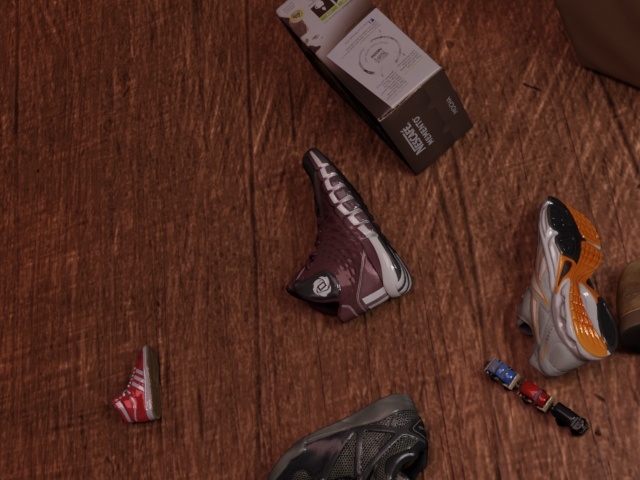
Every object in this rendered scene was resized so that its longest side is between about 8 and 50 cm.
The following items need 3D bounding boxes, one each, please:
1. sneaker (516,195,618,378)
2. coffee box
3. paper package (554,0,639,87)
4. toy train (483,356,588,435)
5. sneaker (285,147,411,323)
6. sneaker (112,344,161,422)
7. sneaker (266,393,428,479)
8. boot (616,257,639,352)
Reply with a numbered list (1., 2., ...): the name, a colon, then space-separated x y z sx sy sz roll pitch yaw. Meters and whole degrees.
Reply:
1. sneaker: 0.296 0.058 1.313 0.121 0.099 0.262 -43 30 40
2. coffee box: 0.079 -0.258 1.531 0.119 0.168 0.297 -40 55 2
3. paper package: 0.473 -0.303 1.279 0.325 0.309 0.168 31 83 34
4. toy train: 0.270 0.196 1.286 0.158 0.036 0.027 33 82 34
5. sneaker: 0.000 0.000 1.476 0.162 0.106 0.281 -36 56 8
6. sneaker: -0.279 0.219 1.531 0.067 0.042 0.118 -15 61 14
7. sneaker: 0.040 0.303 1.310 0.227 0.087 0.130 -27 50 4
8. boot: 0.507 0.047 1.216 0.305 0.112 0.115 -12 50 22
